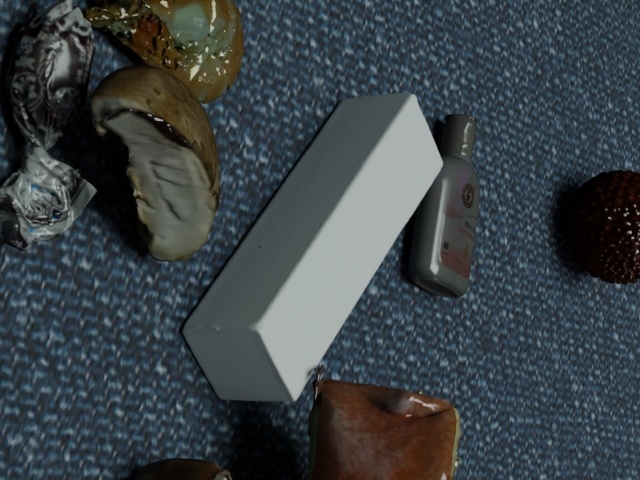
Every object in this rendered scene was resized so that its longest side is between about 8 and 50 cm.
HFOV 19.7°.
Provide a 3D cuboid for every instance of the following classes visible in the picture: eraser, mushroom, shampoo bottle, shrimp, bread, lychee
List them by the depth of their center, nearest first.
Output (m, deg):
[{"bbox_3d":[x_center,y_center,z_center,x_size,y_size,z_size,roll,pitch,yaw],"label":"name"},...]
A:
[{"bbox_3d":[-0.110,-0.065,1.281,0.210,0.072,0.094,78,1,-57],"label":"mushroom"},{"bbox_3d":[-0.110,-0.154,1.362,0.184,0.043,0.091,14,80,-55],"label":"shrimp"},{"bbox_3d":[0.041,0.220,1.415,0.190,0.123,0.244,-59,154,-77],"label":"bread"},{"bbox_3d":[0.000,0.000,1.484,0.298,0.076,0.078,-56,133,-40],"label":"eraser"},{"bbox_3d":[0.118,-0.034,1.687,0.080,0.040,0.165,29,66,-49],"label":"shampoo bottle"},{"bbox_3d":[0.312,-0.012,1.901,0.129,0.123,0.123,-103,173,-65],"label":"lychee"}]

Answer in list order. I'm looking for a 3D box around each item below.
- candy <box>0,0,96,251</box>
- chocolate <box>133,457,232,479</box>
[{"bbox_3d":[-0.186,-0.104,1.243,0.094,0.051,0.226,18,73,-51],"label":"candy"},{"bbox_3d":[-0.111,0.272,1.294,0.148,0.093,0.214,60,43,-32],"label":"chocolate"}]
